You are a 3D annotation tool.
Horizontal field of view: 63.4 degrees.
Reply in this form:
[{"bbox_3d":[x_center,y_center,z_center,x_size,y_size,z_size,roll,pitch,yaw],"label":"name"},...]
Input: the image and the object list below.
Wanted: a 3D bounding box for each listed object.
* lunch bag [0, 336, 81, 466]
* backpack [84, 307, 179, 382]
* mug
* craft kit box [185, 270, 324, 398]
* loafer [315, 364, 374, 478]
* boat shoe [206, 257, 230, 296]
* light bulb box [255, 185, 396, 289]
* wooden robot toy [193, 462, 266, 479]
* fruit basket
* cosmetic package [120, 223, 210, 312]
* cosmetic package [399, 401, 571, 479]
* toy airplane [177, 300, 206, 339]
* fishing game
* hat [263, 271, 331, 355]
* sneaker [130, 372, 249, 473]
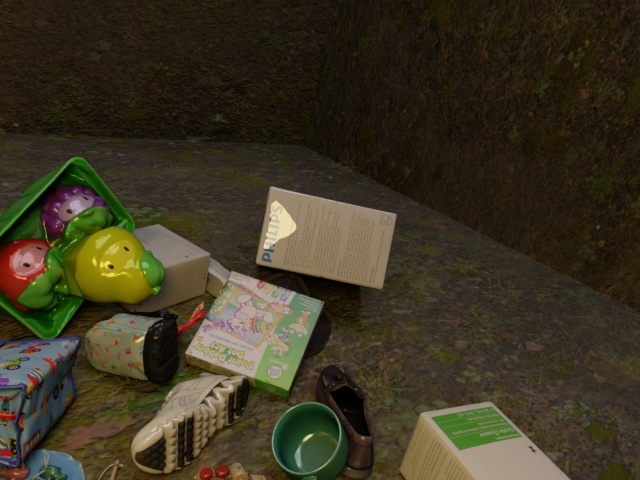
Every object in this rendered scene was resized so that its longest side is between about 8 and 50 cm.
[{"bbox_3d":[-0.596,0.244,0.870,0.293,0.138,0.221,8,8,-5],"label":"lunch bag"},{"bbox_3d":[-0.395,0.216,1.086,0.182,0.152,0.115,8,10,19],"label":"backpack"},{"bbox_3d":[-0.021,0.386,0.939,0.129,0.097,0.158,16,55,30],"label":"mug"},{"bbox_3d":[-0.147,0.213,1.215,0.250,0.061,0.246,17,53,8],"label":"craft kit box"},{"bbox_3d":[0.061,0.350,1.090,0.109,0.095,0.302,9,22,-13],"label":"loafer"},{"bbox_3d":[-0.328,0.094,1.524,0.227,0.079,0.081,34,19,31],"label":"boat shoe"},{"bbox_3d":[0.000,0.000,1.578,0.361,0.225,0.358,12,-3,-5],"label":"light bulb box"},{"bbox_3d":[-0.178,0.398,0.871,0.173,0.076,0.079,3,13,-26],"label":"wooden robot toy"},{"bbox_3d":[-0.543,0.025,1.152,0.392,0.283,0.392,-14,42,14],"label":"fruit basket"},{"bbox_3d":[-0.461,0.072,1.400,0.224,0.138,0.224,26,26,27],"label":"cosmetic package"},{"bbox_3d":[0.327,0.466,0.892,0.197,0.155,0.365,2,23,-31],"label":"cosmetic package"},{"bbox_3d":[-0.320,0.203,1.208,0.028,0.151,0.151,49,21,-8],"label":"toy airplane"},{"bbox_3d":[-0.455,0.378,0.788,0.264,0.041,0.189,11,19,-7],"label":"fishing game"},{"bbox_3d":[-0.105,0.165,1.395,0.331,0.134,0.331,11,22,-5],"label":"hat"},{"bbox_3d":[-0.253,0.327,0.966,0.118,0.110,0.292,14,12,22],"label":"sneaker"}]
